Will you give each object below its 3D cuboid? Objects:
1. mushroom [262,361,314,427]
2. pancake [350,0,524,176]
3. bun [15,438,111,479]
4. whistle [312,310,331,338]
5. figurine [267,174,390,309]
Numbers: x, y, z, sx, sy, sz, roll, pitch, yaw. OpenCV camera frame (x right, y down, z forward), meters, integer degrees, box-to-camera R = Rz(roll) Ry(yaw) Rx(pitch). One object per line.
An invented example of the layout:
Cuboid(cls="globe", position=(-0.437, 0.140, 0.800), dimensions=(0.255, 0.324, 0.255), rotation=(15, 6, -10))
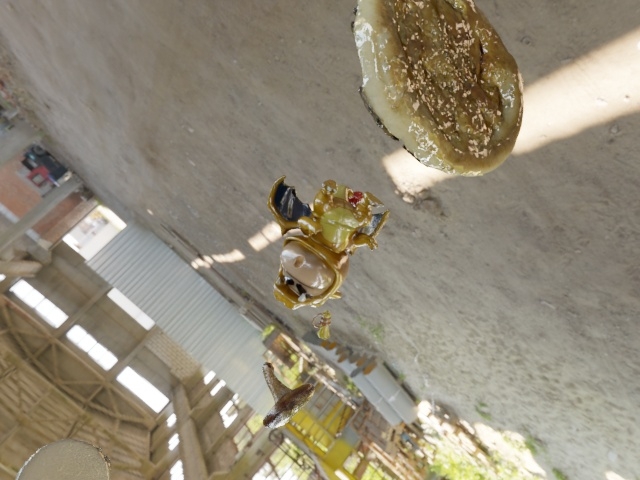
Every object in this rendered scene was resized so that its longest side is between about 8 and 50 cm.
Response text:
Cuboid(cls="mushroom", position=(-0.163, 0.553, 1.729), dimensions=(0.217, 0.227, 0.148), rotation=(45, 140, 19))
Cuboid(cls="pancake", position=(0.199, -0.283, 0.763), dimensions=(0.382, 0.382, 0.071), rotation=(48, 147, -19))
Cuboid(cls="bun", position=(-0.773, 0.738, 1.385), dimensions=(0.263, 0.263, 0.175), rotation=(44, 126, -7))
Cuboid(cls="whistle", position=(0.006, 0.276, 1.577), dimensions=(0.057, 0.046, 0.109), rotation=(9, 124, 12))
Cuboid(cls="figurine", position=(0.034, 0.011, 1.434), dimensions=(0.401, 0.387, 0.268), rotation=(10, -157, -32))
